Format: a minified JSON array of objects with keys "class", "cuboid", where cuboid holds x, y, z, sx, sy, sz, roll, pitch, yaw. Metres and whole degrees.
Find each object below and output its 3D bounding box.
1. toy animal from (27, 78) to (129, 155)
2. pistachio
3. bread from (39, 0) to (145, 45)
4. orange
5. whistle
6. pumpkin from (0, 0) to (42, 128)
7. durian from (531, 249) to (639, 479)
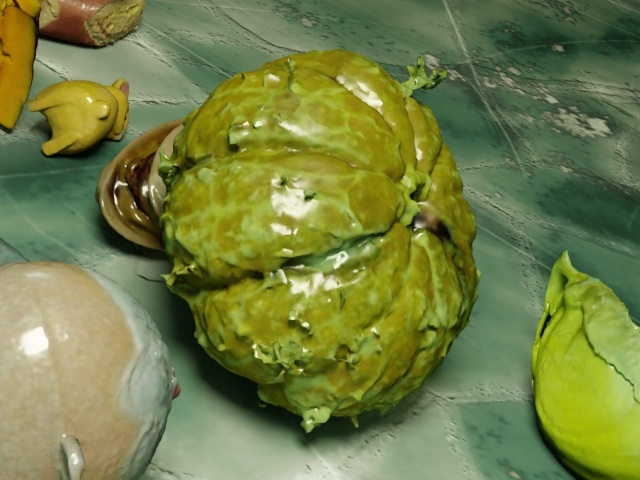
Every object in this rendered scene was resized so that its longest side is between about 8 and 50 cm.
[{"class":"toy animal","cuboid":[-0.219,-0.131,1.423,0.083,0.070,0.159,-15,7,17]},{"class":"pistachio","cuboid":[-0.115,-0.049,1.307,0.206,0.129,0.131,-30,99,-56]},{"class":"bread","cuboid":[-0.285,-0.261,1.596,0.192,0.067,0.119,12,22,-19]},{"class":"orange","cuboid":[0.000,0.000,1.160,0.300,0.223,0.301,-27,99,-51]},{"class":"whistle","cuboid":[-0.208,0.074,0.983,0.189,0.189,0.348,3,22,-30]},{"class":"pumpkin","cuboid":[-0.403,-0.237,1.403,0.190,0.139,0.280,5,29,-34]},{"class":"durian","cuboid":[0.249,0.127,1.220,0.101,0.139,0.250,11,31,-29]}]
